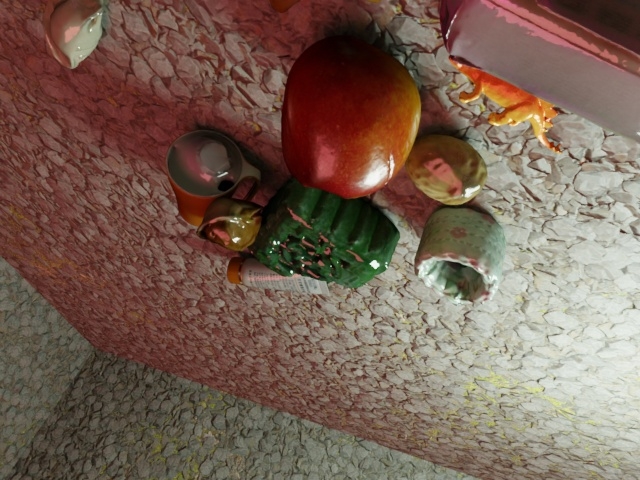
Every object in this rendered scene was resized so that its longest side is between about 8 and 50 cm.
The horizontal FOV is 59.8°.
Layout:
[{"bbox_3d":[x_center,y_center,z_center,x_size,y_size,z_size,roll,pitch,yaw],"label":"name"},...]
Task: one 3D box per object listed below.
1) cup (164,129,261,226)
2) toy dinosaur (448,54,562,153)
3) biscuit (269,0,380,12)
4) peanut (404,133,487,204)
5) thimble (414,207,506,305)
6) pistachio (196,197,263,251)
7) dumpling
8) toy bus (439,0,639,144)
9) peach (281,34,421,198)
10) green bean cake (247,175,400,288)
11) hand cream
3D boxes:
[{"bbox_3d":[-0.268,-0.139,1.390,0.226,0.182,0.264,9,156,-10],"label":"cup"},{"bbox_3d":[0.332,-0.234,0.913,0.288,0.070,0.117,31,147,-17],"label":"toy dinosaur"},{"bbox_3d":[-0.011,-0.441,0.874,0.208,0.047,0.164,6,143,28],"label":"biscuit"},{"bbox_3d":[0.238,-0.140,1.072,0.159,0.109,0.140,42,136,-1],"label":"peanut"},{"bbox_3d":[0.313,0.040,1.236,0.185,0.149,0.211,4,142,27],"label":"thimble"},{"bbox_3d":[-0.206,-0.035,1.302,0.210,0.165,0.130,132,120,-87],"label":"pistachio"},{"bbox_3d":[-0.532,-0.458,1.168,0.134,0.100,0.169,45,144,-2],"label":"dumpling"},{"bbox_3d":[0.342,-0.281,0.749,0.386,0.162,0.171,26,149,2],"label":"toy bus"},{"bbox_3d":[0.037,-0.211,0.957,0.249,0.274,0.245,-3,141,29],"label":"peach"},{"bbox_3d":[0.000,0.000,1.379,0.308,0.169,0.300,32,147,-12],"label":"green bean cake"},{"bbox_3d":[-0.132,0.107,1.699,0.314,0.089,0.139,10,145,17],"label":"hand cream"}]
